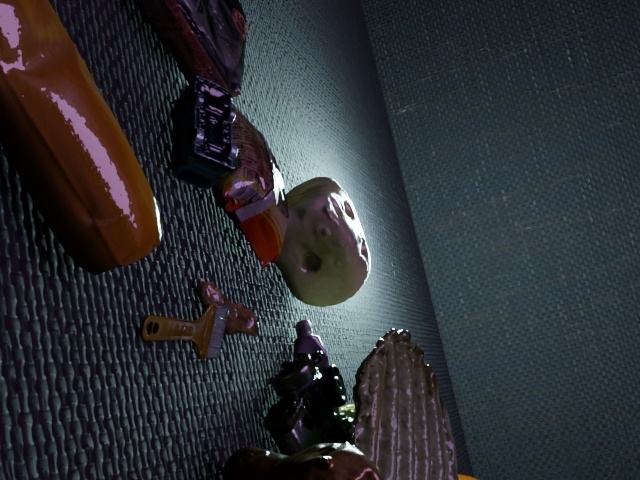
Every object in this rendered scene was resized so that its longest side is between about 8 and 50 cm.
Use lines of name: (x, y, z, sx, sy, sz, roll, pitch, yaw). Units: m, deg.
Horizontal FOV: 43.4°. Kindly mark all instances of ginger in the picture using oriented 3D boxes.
ginger: (-0.002, 0.407, 1.077, 0.152, 0.274, 0.358, -55, 128, -44)
ginger: (-0.147, 0.111, 1.235, 0.044, 0.057, 0.137, 28, -13, 44)

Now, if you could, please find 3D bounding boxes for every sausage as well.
sausage: (-0.286, -0.134, 0.853, 0.354, 0.116, 0.134, 66, 32, -18)

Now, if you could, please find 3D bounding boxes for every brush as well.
brush: (-0.184, 0.123, 1.107, 0.218, 0.010, 0.083, 22, 77, -67)

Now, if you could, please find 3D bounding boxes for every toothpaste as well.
toothpaste: (-0.008, 0.289, 1.500, 0.048, 0.075, 0.301, 68, 8, -61)

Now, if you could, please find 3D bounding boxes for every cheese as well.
cheese: (0.002, 0.000, 1.631, 0.251, 0.173, 0.248, -82, 151, -66)

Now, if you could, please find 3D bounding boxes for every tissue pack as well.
tissue pack: (-0.223, -0.414, 1.321, 0.245, 0.123, 0.332, -94, 161, -44)

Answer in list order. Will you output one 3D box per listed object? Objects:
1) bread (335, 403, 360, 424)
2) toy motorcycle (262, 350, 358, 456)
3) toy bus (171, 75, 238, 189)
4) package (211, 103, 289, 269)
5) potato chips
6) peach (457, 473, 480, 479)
bread: (0.084, 0.411, 1.542, 0.262, 0.162, 0.204, 103, -27, -78)
toy motorcycle: (-0.016, 0.316, 1.324, 0.205, 0.127, 0.275, 65, 21, -15)
toy bus: (-0.187, -0.169, 1.265, 0.079, 0.091, 0.160, 21, 50, -35)
package: (-0.123, -0.111, 1.411, 0.223, 0.108, 0.288, 58, 20, -50)
potato chips: (0.152, 0.368, 1.381, 0.358, 0.070, 0.429, 43, 40, -42)
peach: (0.266, 0.652, 1.639, 0.302, 0.342, 0.343, 83, 1, -57)
